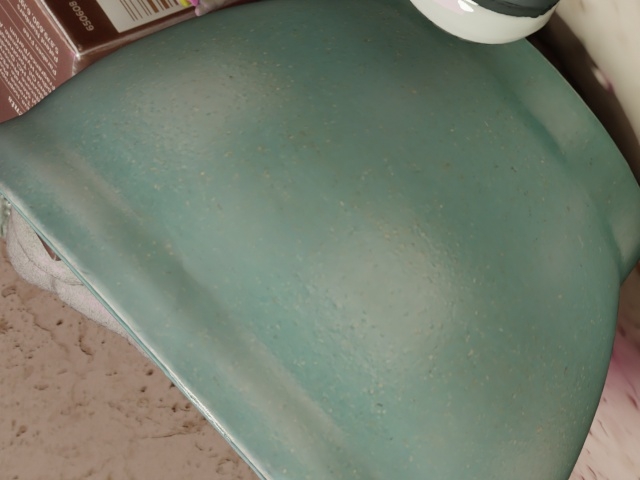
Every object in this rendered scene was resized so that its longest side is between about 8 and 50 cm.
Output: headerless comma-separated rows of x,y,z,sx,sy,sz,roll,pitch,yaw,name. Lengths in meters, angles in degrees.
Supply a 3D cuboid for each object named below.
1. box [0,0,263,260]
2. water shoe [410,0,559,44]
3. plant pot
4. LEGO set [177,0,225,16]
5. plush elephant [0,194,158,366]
-0.122,-0.130,0.832,0.167,0.168,0.203,53,150,20,box
0.033,-0.167,0.499,0.203,0.073,0.080,55,142,14,water shoe
0.017,0.007,0.614,0.293,0.196,0.293,47,172,9,plant pot
-0.079,-0.205,0.671,0.287,0.107,0.132,52,166,1,LEGO set
-0.170,-0.088,1.190,0.330,0.272,0.255,19,113,19,plush elephant
